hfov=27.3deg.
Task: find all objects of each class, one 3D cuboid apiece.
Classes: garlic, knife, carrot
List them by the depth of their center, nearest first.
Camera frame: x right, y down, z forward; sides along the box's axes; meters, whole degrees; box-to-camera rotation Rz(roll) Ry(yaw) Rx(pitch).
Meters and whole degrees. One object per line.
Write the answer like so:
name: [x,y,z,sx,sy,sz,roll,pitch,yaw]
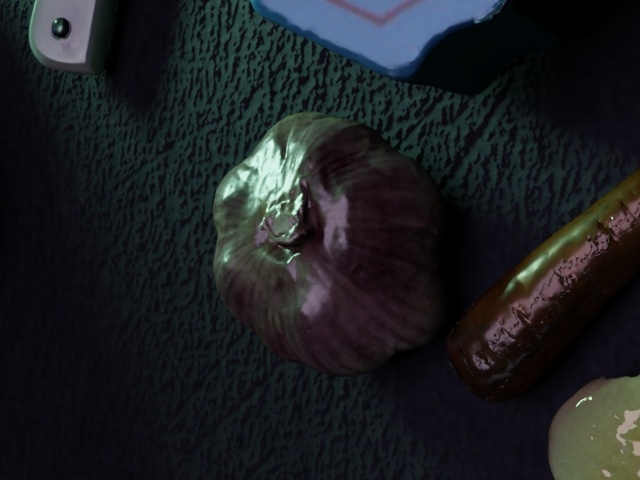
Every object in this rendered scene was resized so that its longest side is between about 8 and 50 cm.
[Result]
carrot: [0.131,0.021,0.693,0.161,0.055,0.055,-47,61,21]
garlic: [0.000,0.000,0.758,0.147,0.102,0.159,-35,66,29]
knife: [-0.164,-0.250,0.927,0.073,0.040,0.266,8,93,7]

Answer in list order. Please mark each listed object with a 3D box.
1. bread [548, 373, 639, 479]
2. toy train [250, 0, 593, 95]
bread: [0.219,0.156,0.623,0.250,0.039,0.182,1,86,35]
toy train: [0.058,-0.246,0.683,0.265,0.188,0.300,29,103,19]
